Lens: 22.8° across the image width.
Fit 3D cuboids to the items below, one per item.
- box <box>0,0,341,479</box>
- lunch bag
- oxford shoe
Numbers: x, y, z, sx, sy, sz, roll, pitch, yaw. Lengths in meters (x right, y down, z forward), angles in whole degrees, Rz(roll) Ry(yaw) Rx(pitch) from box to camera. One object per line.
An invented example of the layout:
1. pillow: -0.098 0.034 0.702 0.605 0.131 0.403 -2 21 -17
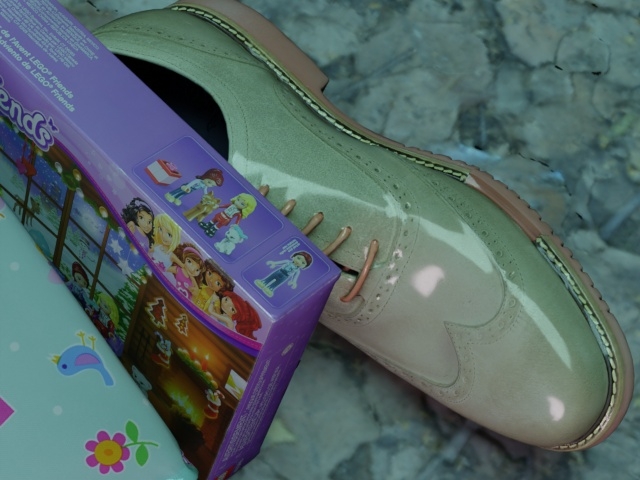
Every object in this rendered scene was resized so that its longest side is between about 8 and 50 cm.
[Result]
1. box: -0.132 -0.010 0.914 0.293 0.201 0.057 43 53 16
2. lunch bag: -0.236 0.119 0.849 0.262 0.160 0.223 -35 91 -18
3. oxford shoe: 0.000 0.000 0.934 0.397 0.140 0.146 36 30 22
